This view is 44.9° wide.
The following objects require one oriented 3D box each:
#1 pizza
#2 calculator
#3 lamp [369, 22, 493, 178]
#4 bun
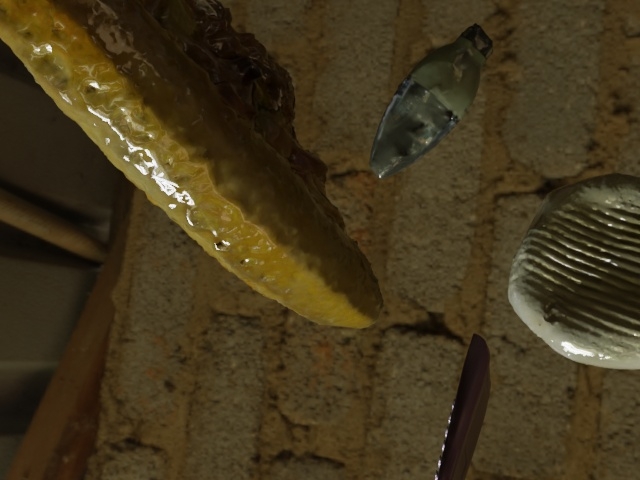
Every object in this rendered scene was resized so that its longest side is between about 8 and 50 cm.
[{"bbox_3d":[-0.079,-0.080,0.402,0.268,0.087,0.258,58,-165,23],"label":"pizza"},{"bbox_3d":[0.236,0.314,1.274,0.194,0.043,0.294,72,-145,-55],"label":"calculator"},{"bbox_3d":[0.151,-0.191,1.084,0.250,0.101,0.101,-51,-24,7],"label":"lamp"},{"bbox_3d":[0.332,0.037,0.865,0.133,0.231,0.231,22,-107,-56],"label":"bun"}]
